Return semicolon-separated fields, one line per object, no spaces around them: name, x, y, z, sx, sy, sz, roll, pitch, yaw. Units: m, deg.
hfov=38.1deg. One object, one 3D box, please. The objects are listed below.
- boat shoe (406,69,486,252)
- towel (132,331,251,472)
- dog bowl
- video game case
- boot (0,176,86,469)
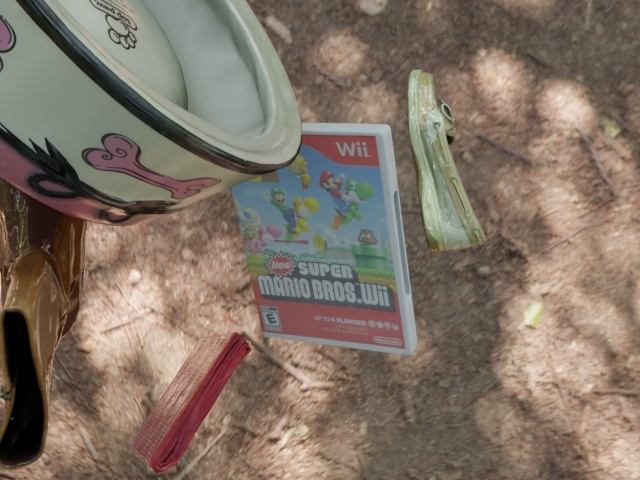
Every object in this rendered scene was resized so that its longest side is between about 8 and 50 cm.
boat shoe;0.100;-0.067;0.756;0.048;0.056;0.153;-9;76;11
towel;-0.180;0.213;1.248;0.031;0.275;0.199;36;75;-10
dog bowl;-0.202;-0.189;0.800;0.150;0.408;0.408;-35;79;20
video game case;0.000;0.000;1.073;0.204;0.285;0.025;4;30;26
boot;-0.252;0.006;0.779;0.096;0.280;0.264;7;110;-11
